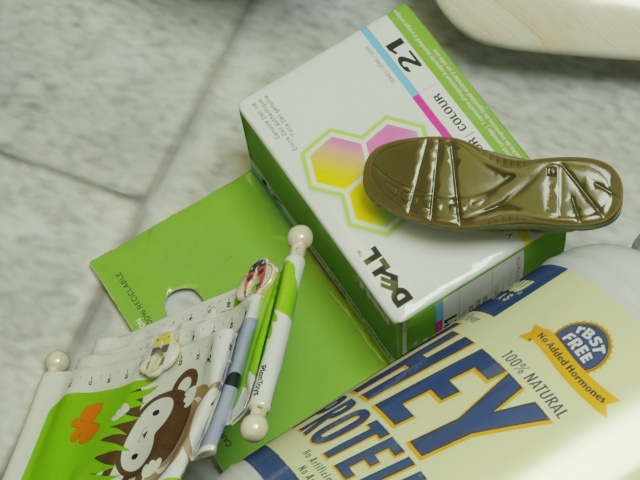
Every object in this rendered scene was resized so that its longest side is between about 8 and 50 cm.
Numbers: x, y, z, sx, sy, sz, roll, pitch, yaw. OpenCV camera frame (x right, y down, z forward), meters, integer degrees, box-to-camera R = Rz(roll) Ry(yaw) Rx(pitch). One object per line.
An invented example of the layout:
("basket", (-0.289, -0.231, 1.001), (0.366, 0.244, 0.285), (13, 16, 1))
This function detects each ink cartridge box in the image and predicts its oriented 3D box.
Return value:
("ink cartridge box", (0.000, 0.000, 1.012), (0.255, 0.097, 0.189), (-31, 68, -11))

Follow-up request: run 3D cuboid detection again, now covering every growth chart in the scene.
("growth chart", (-0.104, 0.097, 0.937), (0.237, 0.021, 0.172), (-25, 37, 30))

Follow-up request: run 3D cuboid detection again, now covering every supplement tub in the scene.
("supplement tub", (0.126, 0.148, 0.860), (0.325, 0.235, 0.235), (-32, 67, -11))

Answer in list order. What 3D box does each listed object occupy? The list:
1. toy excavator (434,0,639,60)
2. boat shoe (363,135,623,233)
("toy excavator", (0.036, -0.259, 1.074), (0.433, 0.222, 0.445), (-21, 95, 7))
("boat shoe", (0.102, -0.029, 0.947), (0.153, 0.048, 0.056), (2, 78, 11))
